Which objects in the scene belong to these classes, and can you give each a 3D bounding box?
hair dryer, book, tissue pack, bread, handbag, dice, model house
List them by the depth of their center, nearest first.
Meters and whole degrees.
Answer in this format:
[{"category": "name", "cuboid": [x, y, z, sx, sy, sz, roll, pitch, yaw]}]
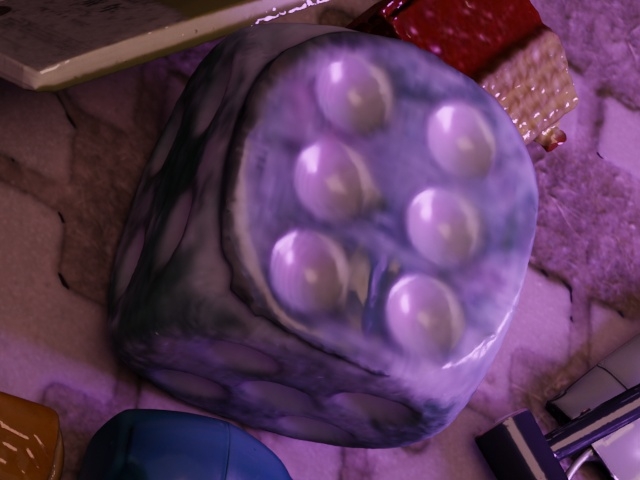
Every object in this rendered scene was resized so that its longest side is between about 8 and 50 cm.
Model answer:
[{"category": "tissue pack", "cuboid": [-0.135, 0.315, 1.786, 0.206, 0.198, 0.287, 18, 66, -18]}, {"category": "bread", "cuboid": [-0.339, 0.199, 1.807, 0.200, 0.077, 0.116, 19, 60, -18]}, {"category": "dice", "cuboid": [0.000, 0.000, 1.861, 0.330, 0.348, 0.328, 21, 69, -16]}, {"category": "book", "cuboid": [-0.192, -0.237, 1.927, 0.352, 0.239, 0.035, -22, 119, -28]}, {"category": "hair dryer", "cuboid": [0.307, 0.211, 2.037, 0.255, 0.070, 0.128, -26, 76, -6]}, {"category": "model house", "cuboid": [0.158, -0.179, 2.091, 0.196, 0.160, 0.254, -39, 93, -29]}, {"category": "handbag", "cuboid": [0.380, 0.229, 2.127, 0.315, 0.109, 0.241, -38, 91, -15]}]
